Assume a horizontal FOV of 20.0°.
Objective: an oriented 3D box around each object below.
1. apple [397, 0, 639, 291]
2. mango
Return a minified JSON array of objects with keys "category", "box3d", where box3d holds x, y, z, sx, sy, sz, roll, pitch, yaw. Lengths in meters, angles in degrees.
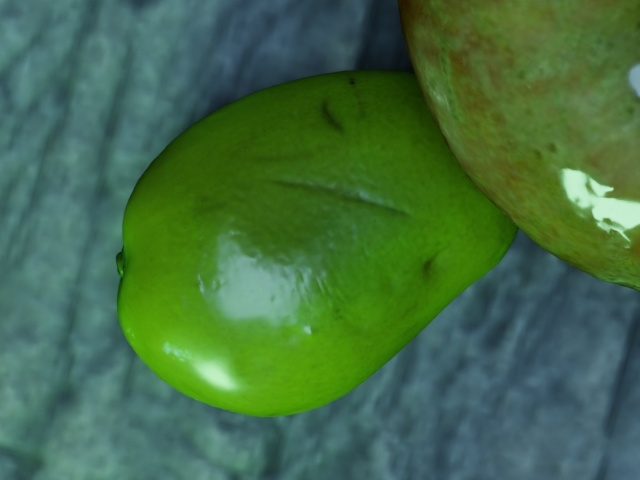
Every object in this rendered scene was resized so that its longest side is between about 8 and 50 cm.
[{"category":"apple","box3d":[0.178,-0.124,0.638,0.309,0.250,0.277,-22,108,13]},{"category":"mango","box3d":[-0.005,-0.005,0.698,0.163,0.089,0.117,-40,91,-14]}]
